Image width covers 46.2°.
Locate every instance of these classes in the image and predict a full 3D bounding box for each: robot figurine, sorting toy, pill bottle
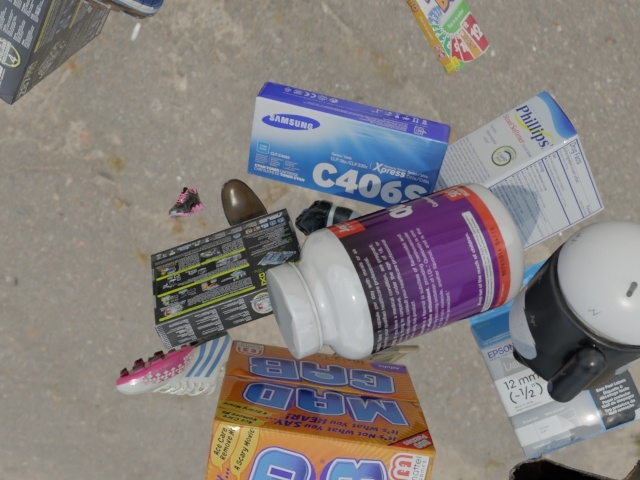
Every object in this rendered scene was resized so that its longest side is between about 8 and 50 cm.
[{"bbox_3d":[0.357,0.093,0.982,0.173,0.209,0.278,-4,149,-15],"label":"robot figurine"},{"bbox_3d":[0.049,0.279,1.752,0.307,0.041,0.229,4,153,-33],"label":"sorting toy"},{"bbox_3d":[0.098,0.047,1.014,0.322,0.181,0.182,-18,133,-15],"label":"pill bottle"}]

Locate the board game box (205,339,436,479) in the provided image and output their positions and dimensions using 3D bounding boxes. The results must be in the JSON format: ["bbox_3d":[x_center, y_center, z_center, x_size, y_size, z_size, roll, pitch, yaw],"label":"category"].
[{"bbox_3d":[-0.025,0.431,1.368,0.356,0.356,0.356,9,103,-4],"label":"board game box"}]

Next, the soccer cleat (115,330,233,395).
[{"bbox_3d":[-0.308,0.304,1.707,0.116,0.331,0.143,-17,93,39],"label":"soccer cleat"}]

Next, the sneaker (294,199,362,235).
[{"bbox_3d":[0.000,0.000,1.498,0.121,0.079,0.217,26,134,7],"label":"sneaker"}]

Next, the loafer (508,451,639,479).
[{"bbox_3d":[0.279,0.260,0.617,0.366,0.133,0.130,-14,107,57],"label":"loafer"}]

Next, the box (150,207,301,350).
[{"bbox_3d":[-0.158,0.061,1.312,0.270,0.216,0.060,-20,126,-2],"label":"box"}]

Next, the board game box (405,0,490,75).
[{"bbox_3d":[0.238,-0.473,1.516,0.259,0.124,0.039,57,148,-5],"label":"board game box"}]

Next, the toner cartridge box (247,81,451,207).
[{"bbox_3d":[0.048,-0.165,1.374,0.347,0.075,0.165,14,126,4],"label":"toner cartridge box"}]

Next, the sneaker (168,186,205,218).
[{"bbox_3d":[-0.276,-0.078,1.518,0.047,0.119,0.057,-6,103,15],"label":"sneaker"}]

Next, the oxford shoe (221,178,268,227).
[{"bbox_3d":[-0.133,-0.022,1.506,0.082,0.096,0.227,-26,91,-5],"label":"oxford shoe"}]

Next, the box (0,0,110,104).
[{"bbox_3d":[-0.477,-0.472,1.415,0.097,0.318,0.395,37,138,-11],"label":"box"}]

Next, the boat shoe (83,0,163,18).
[{"bbox_3d":[-0.328,-0.375,1.107,0.183,0.066,0.066,24,151,-25],"label":"boat shoe"}]

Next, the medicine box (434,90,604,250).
[{"bbox_3d":[0.403,-0.116,1.559,0.289,0.149,0.263,-30,138,12],"label":"medicine box"}]

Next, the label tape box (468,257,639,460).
[{"bbox_3d":[0.456,0.226,1.506,0.249,0.115,0.348,-23,84,9],"label":"label tape box"}]
